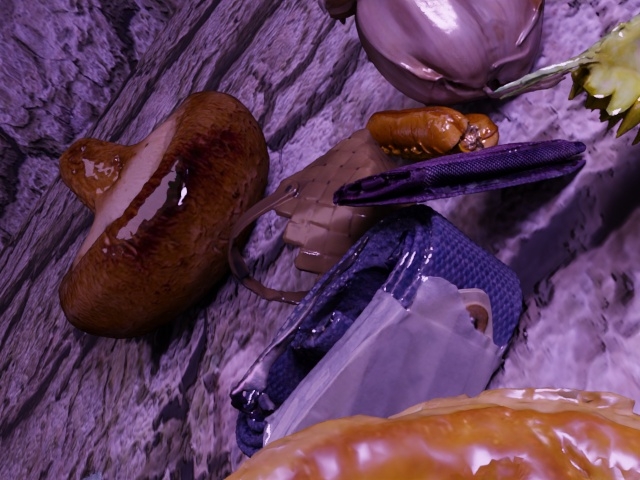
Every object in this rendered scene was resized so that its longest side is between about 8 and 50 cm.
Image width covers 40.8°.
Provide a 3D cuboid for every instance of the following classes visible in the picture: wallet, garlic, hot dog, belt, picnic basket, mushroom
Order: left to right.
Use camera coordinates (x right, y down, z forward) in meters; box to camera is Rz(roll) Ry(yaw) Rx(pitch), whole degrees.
[{"bbox_3d":[-0.195,-0.036,1.098,0.345,0.239,0.345,-23,63,56],"label":"mushroom"},{"bbox_3d":[0.000,0.000,0.776,0.178,0.128,0.138,-27,32,18],"label":"picnic basket"},{"bbox_3d":[0.033,0.082,0.634,0.230,0.126,0.139,-50,25,13],"label":"belt"},{"bbox_3d":[0.094,-0.095,0.784,0.165,0.071,0.045,-167,83,-66],"label":"hot dog"},{"bbox_3d":[0.098,-0.192,0.714,0.207,0.207,0.257,-47,22,22],"label":"garlic"},{"bbox_3d":[0.102,-0.051,0.646,0.111,0.166,0.030,1,102,59],"label":"wallet"}]

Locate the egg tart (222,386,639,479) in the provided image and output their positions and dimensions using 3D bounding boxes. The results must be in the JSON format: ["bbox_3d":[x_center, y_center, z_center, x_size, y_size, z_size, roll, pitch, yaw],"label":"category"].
[{"bbox_3d":[0.084,0.191,0.308,0.341,0.341,0.129,-110,20,-59],"label":"egg tart"}]

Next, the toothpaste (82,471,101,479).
[{"bbox_3d":[-0.326,0.412,0.998,0.075,0.048,0.297,-32,32,52],"label":"toothpaste"}]

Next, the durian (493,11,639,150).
[{"bbox_3d":[0.275,-0.131,0.393,0.355,0.169,0.157,-25,43,47],"label":"durian"}]
